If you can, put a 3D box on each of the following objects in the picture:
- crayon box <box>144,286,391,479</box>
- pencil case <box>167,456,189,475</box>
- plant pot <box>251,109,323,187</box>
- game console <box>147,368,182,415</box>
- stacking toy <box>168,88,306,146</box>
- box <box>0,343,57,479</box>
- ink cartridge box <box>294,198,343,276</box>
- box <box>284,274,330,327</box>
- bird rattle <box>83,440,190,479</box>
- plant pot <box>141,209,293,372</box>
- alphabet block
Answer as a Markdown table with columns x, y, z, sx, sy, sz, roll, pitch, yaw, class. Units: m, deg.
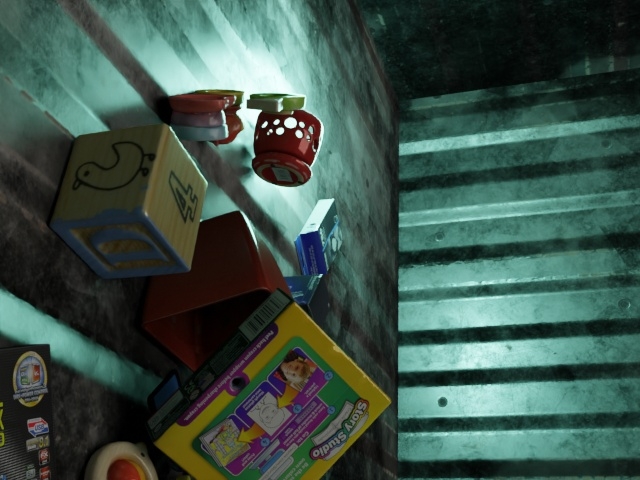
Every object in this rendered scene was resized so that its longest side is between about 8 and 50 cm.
| x | y | z | sx | sy | sz | roll | pitch | yaw | class |
| --- | --- | --- | --- | --- | --- | --- | --- | --- | --- |
| -0.094 | 0.330 | 1.636 | 0.313 | 0.363 | 0.106 | 48 | -7 | -24 | crayon box |
| -0.265 | 0.434 | 1.799 | 0.151 | 0.064 | 0.070 | -28 | 103 | -71 | pencil case |
| -0.100 | -0.253 | 2.354 | 0.191 | 0.191 | 0.174 | 55 | 44 | -59 | plant pot |
| -0.281 | 0.347 | 1.748 | 0.144 | 0.124 | 0.085 | -50 | 160 | -66 | game console |
| -0.187 | -0.265 | 1.935 | 0.309 | 0.279 | 0.131 | -44 | 137 | -70 | stacking toy |
| -0.473 | 0.260 | 1.183 | 0.270 | 0.060 | 0.217 | 10 | 75 | -73 | box |
| 0.000 | 0.000 | 2.801 | 0.333 | 0.065 | 0.166 | -61 | 143 | -60 | ink cartridge box |
| -0.094 | 0.174 | 2.189 | 0.153 | 0.207 | 0.108 | -65 | 146 | -59 | box |
| -0.349 | 0.459 | 1.491 | 0.253 | 0.143 | 0.207 | -2 | 66 | -53 | bird rattle |
| -0.208 | 0.097 | 1.807 | 0.267 | 0.267 | 0.236 | 59 | 16 | -55 | plant pot |
| -0.333 | -0.066 | 1.519 | 0.193 | 0.192 | 0.197 | 64 | 26 | -53 | alphabet block |
